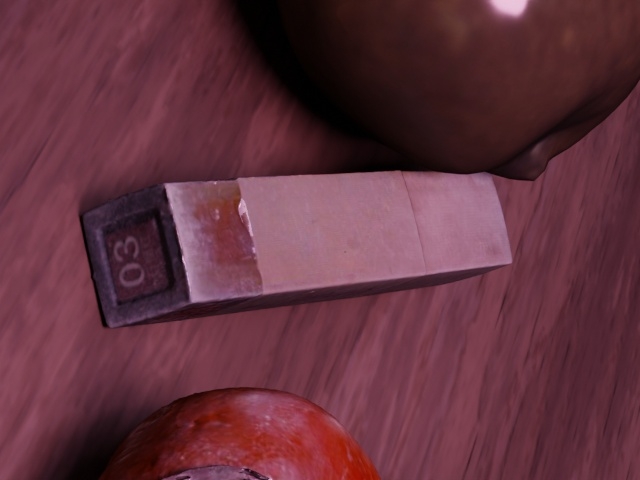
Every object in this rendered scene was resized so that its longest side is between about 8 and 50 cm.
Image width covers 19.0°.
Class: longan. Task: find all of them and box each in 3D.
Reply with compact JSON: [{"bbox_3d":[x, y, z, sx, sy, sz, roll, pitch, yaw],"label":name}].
[{"bbox_3d":[0.114,-0.187,1.346,0.350,0.288,0.288,11,67,-58],"label":"longan"}]

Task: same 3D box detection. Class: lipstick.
[{"bbox_3d":[0.000,0.000,1.282,0.371,0.076,0.079,-4,78,-53],"label":"lipstick"}]

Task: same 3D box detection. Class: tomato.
[{"bbox_3d":[-0.042,0.173,1.108,0.155,0.181,0.214,-82,148,-57],"label":"tomato"}]
